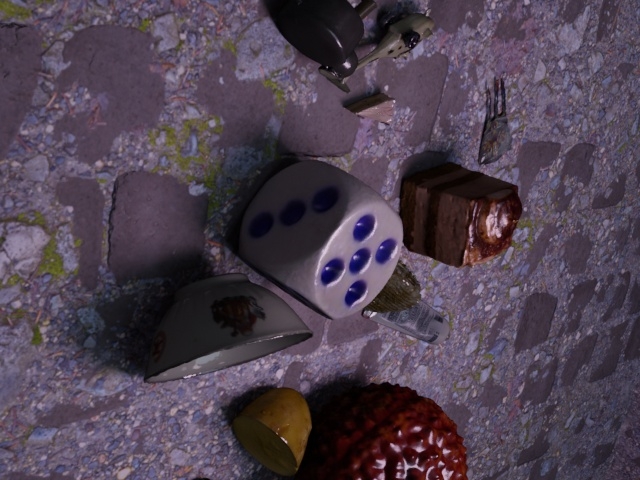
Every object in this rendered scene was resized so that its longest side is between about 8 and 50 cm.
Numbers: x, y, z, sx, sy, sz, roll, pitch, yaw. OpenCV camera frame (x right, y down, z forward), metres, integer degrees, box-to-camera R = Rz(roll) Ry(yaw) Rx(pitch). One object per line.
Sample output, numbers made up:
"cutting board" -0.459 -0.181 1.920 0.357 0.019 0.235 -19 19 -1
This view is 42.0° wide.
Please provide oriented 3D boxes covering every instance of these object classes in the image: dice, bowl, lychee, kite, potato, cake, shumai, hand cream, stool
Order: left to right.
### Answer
"bowl" -0.195 0.159 1.618 0.337 0.337 0.157 -4 73 -44
"potato" -0.091 0.411 1.901 0.158 0.178 0.203 -55 126 -33
"dice" 0.000 0.000 1.695 0.251 0.259 0.243 -54 137 -9
"stool" 0.013 -0.413 1.588 0.139 0.153 0.228 -56 168 -12
"cake" 0.105 -0.289 1.807 0.121 0.052 0.065 0 115 -44
"lychee" 0.159 0.551 2.034 0.500 0.425 0.424 -14 120 -47
"shumai" 0.166 0.084 1.994 0.184 0.184 0.141 57 34 -45
"hand cream" 0.239 0.199 2.200 0.341 0.078 0.124 31 87 -41
"cake" 0.353 -0.052 2.002 0.196 0.293 0.198 -18 118 -38
"kite" 0.458 -0.310 2.178 0.141 0.015 0.245 -33 134 -31

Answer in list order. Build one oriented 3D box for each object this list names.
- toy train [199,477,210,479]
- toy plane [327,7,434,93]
"toy train" -0.312 0.645 1.841 0.296 0.100 0.160 -25 134 -36
"toy plane" 0.138 -0.405 1.762 0.286 0.092 0.108 -36 157 -30
